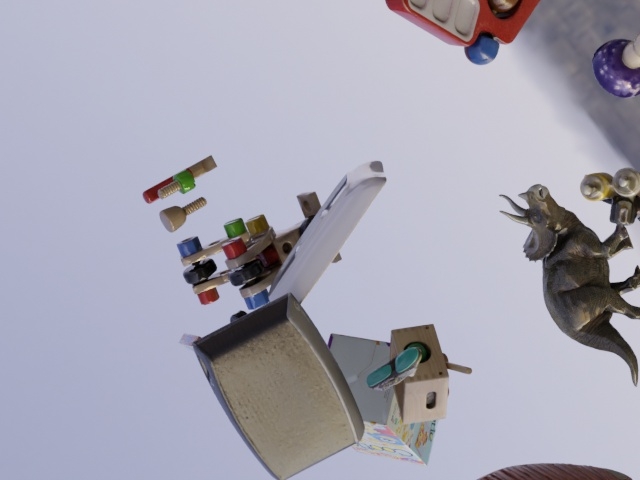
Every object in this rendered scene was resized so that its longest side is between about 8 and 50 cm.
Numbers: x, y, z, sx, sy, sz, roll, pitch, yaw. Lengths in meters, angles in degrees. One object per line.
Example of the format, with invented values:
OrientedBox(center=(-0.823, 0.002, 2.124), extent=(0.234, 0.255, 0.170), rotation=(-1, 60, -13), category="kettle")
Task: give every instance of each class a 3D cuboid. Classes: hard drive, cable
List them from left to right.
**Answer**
OrientedBox(center=(-0.052, 0.212, 2.013), extent=(0.255, 0.172, 0.054), rotation=(63, -179, -27), category="hard drive")
OrientedBox(center=(0.382, -0.064, 1.756), extent=(0.287, 0.139, 0.072), rotation=(-47, -37, -76), category="cable")

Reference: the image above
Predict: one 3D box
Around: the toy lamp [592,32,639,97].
OrientedBox(center=(0.372, -0.233, 1.500), extent=(0.080, 0.080, 0.275), rotation=(56, 157, 10), category="toy lamp")

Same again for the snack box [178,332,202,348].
OrientedBox(center=(-0.179, 0.170, 2.246), extent=(0.064, 0.022, 0.178), rotation=(33, 172, -9), category="snack box")

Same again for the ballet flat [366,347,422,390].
OrientedBox(center=(0.120, 0.194, 2.183), extent=(0.041, 0.114, 0.041), rotation=(29, -137, -32), category="ballet flat")

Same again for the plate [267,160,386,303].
OrientedBox(center=(0.000, 0.000, 2.123), extent=(0.045, 0.277, 0.278), rotation=(34, -172, -4), category="plate")

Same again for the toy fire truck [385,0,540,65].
OrientedBox(center=(0.214, -0.387, 2.023), extent=(0.169, 0.254, 0.302), rotation=(13, 174, 40), category="toy fire truck")

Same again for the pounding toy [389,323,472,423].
OrientedBox(center=(0.171, 0.206, 2.286), extent=(0.141, 0.100, 0.130), rotation=(89, 170, -46), category="pounding toy")

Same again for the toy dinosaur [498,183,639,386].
OrientedBox(center=(0.378, 0.061, 2.070), extent=(0.121, 0.160, 0.314), rotation=(-3, -104, -77), category="toy dinosaur")

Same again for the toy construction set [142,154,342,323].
OrientedBox(center=(-0.109, -0.018, 2.379), extent=(0.309, 0.237, 0.257), rotation=(54, 156, 10), category="toy construction set")

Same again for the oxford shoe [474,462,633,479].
OrientedBox(center=(0.279, 0.426, 2.166), extent=(0.140, 0.396, 0.147), rotation=(-154, 56, -80), category="oxford shoe")

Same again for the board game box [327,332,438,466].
OrientedBox(center=(0.104, 0.281, 2.530), extent=(0.275, 0.142, 0.144), rotation=(51, -129, -60), category="board game box")
